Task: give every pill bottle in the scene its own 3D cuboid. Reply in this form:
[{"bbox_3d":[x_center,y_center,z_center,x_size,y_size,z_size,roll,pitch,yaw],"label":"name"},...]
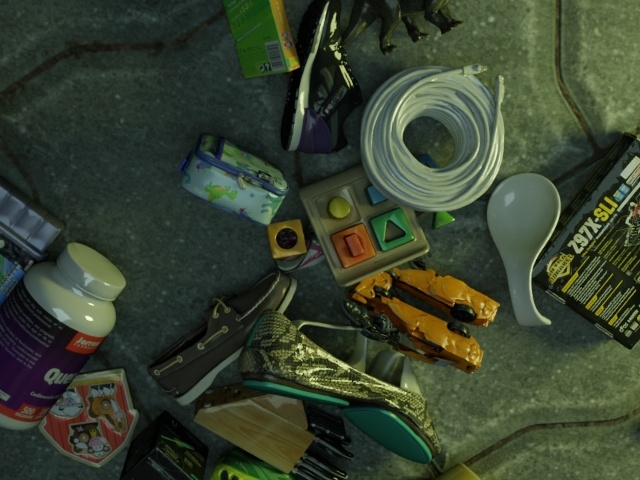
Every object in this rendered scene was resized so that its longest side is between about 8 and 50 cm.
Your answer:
[{"bbox_3d":[-0.489,0.166,1.757,0.181,0.181,0.323,37,100,-11],"label":"pill bottle"}]

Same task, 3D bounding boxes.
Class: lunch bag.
[{"bbox_3d":[-0.148,-0.108,1.683,0.176,0.219,0.090,25,101,-9],"label":"lunch bag"}]

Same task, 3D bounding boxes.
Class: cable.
[{"bbox_3d":[0.190,-0.175,1.715,0.257,0.089,0.257,0,86,-10],"label":"cable"}]

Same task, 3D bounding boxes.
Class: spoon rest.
[{"bbox_3d":[0.365,0.012,1.766,0.137,0.084,0.276,-9,76,29],"label":"spoon rest"}]

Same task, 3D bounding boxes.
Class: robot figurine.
[{"bbox_3d":[0.169,0.120,1.799,0.291,0.085,0.211,26,60,-3],"label":"robot figurine"}]

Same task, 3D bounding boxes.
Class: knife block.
[{"bbox_3d":[-0.082,0.382,1.884,0.276,0.088,0.242,-12,104,-1],"label":"knife block"}]

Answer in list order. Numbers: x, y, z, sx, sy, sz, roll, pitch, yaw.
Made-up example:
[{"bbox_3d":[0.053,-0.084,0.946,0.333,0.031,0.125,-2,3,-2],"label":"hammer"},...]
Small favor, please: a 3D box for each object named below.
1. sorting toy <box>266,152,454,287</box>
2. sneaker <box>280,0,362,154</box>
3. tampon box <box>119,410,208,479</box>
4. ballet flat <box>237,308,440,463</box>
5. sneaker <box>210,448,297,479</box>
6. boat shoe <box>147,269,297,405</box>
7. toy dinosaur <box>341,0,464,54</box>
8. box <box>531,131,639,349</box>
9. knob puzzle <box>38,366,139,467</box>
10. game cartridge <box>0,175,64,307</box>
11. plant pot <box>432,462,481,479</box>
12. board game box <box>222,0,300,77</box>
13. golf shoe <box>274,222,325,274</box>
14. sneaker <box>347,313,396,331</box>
[{"bbox_3d":[0.077,-0.037,1.748,0.348,0.047,0.196,-23,83,-8],"label":"sorting toy"},{"bbox_3d":[0.017,-0.285,1.712,0.124,0.107,0.283,6,117,-15],"label":"sneaker"},{"bbox_3d":[-0.289,0.417,1.845,0.101,0.161,0.120,-43,102,8],"label":"tampon box"},{"bbox_3d":[0.064,0.250,1.798,0.483,0.164,0.182,30,66,-33],"label":"ballet flat"},{"bbox_3d":[-0.061,0.479,1.885,0.296,0.123,0.109,28,124,-2],"label":"sneaker"},{"bbox_3d":[-0.180,0.163,1.810,0.097,0.116,0.324,42,105,-15],"label":"boat shoe"},{"bbox_3d":[0.149,-0.415,1.685,0.314,0.121,0.160,-13,104,33],"label":"toy dinosaur"},{"bbox_3d":[0.566,0.004,1.827,0.257,0.079,0.322,34,101,-9],"label":"box"},{"bbox_3d":[-0.441,0.346,1.886,0.213,0.030,0.213,-1,105,-3],"label":"knob puzzle"},{"bbox_3d":[-0.652,0.044,1.781,0.230,0.068,0.355,39,99,-8],"label":"game cartridge"},{"bbox_3d":[0.238,0.564,1.884,0.239,0.254,0.254,-42,104,-8],"label":"plant pot"},{"bbox_3d":[-0.117,-0.406,1.661,0.039,0.124,0.259,-31,111,-36],"label":"board game box"},{"bbox_3d":[0.000,0.000,1.809,0.186,0.067,0.086,-23,145,-7],"label":"golf shoe"},{"bbox_3d":[0.119,0.152,1.850,0.135,0.058,0.052,-4,105,-3],"label":"sneaker"}]
